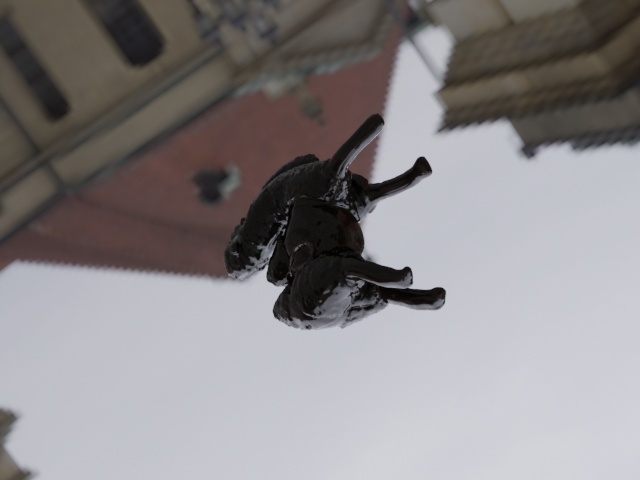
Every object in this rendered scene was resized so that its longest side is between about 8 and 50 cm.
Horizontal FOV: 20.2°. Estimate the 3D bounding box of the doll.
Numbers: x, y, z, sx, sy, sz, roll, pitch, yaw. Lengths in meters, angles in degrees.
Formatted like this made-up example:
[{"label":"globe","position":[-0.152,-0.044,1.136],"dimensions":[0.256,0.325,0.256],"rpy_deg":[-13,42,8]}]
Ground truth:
[{"label":"doll","position":[0.000,0.000,1.158],"dimensions":[0.165,0.057,0.139],"rpy_deg":[-24,-124,35]}]
